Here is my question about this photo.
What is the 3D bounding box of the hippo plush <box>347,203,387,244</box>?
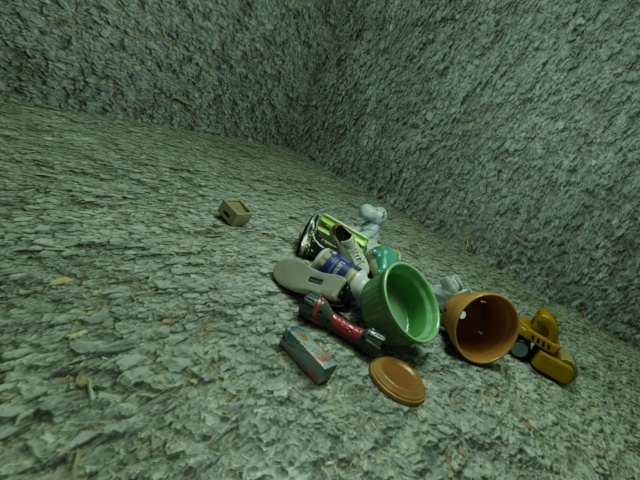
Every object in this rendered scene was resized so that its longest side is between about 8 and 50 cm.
[{"bbox_3d":[0.307,-0.082,2.489,0.293,0.237,0.234,20,19,-15],"label":"hippo plush"}]

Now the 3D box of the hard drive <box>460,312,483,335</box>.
[{"bbox_3d":[0.684,0.363,2.091,0.202,0.040,0.307,12,22,-33],"label":"hard drive"}]

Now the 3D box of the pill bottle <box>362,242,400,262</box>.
[{"bbox_3d":[0.315,0.079,2.261,0.208,0.118,0.118,16,21,-23],"label":"pill bottle"}]

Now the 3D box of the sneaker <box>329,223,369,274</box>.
[{"bbox_3d":[0.137,0.050,1.987,0.290,0.105,0.123,55,-11,2],"label":"sneaker"}]

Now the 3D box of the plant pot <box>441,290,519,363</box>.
[{"bbox_3d":[0.646,0.343,1.781,0.290,0.291,0.203,21,2,-13],"label":"plant pot"}]

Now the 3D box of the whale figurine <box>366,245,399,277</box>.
[{"bbox_3d":[0.311,0.125,2.029,0.217,0.141,0.272,62,14,-14],"label":"whale figurine"}]

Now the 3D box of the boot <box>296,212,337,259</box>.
[{"bbox_3d":[-0.001,0.002,1.999,0.178,0.085,0.237,26,59,-9],"label":"boot"}]

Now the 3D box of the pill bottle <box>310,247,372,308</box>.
[{"bbox_3d":[0.096,0.158,1.725,0.264,0.153,0.153,31,20,18],"label":"pill bottle"}]

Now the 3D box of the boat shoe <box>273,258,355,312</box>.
[{"bbox_3d":[-0.024,0.182,1.612,0.340,0.127,0.158,18,-26,35],"label":"boat shoe"}]

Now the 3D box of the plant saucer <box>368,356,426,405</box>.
[{"bbox_3d":[0.251,0.440,1.353,0.199,0.037,0.200,23,19,-8],"label":"plant saucer"}]

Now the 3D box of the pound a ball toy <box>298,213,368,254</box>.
[{"bbox_3d":[0.055,0.014,2.142,0.318,0.136,0.208,29,49,2],"label":"pound a ball toy"}]

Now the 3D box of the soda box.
[{"bbox_3d":[-0.038,0.332,1.237,0.183,0.063,0.058,38,23,33],"label":"soda box"}]

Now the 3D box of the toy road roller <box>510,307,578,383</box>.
[{"bbox_3d":[1.052,0.469,1.955,0.329,0.241,0.202,32,20,18],"label":"toy road roller"}]

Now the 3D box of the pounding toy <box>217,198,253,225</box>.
[{"bbox_3d":[-0.409,-0.132,1.984,0.141,0.100,0.130,44,25,19],"label":"pounding toy"}]

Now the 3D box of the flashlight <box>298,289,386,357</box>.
[{"bbox_3d":[0.075,0.282,1.438,0.303,0.103,0.103,27,1,14],"label":"flashlight"}]

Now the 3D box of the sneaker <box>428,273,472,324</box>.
[{"bbox_3d":[0.532,0.226,1.997,0.365,0.211,0.137,37,22,31],"label":"sneaker"}]

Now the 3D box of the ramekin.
[{"bbox_3d":[0.288,0.246,1.560,0.303,0.148,0.304,24,51,-33],"label":"ramekin"}]
